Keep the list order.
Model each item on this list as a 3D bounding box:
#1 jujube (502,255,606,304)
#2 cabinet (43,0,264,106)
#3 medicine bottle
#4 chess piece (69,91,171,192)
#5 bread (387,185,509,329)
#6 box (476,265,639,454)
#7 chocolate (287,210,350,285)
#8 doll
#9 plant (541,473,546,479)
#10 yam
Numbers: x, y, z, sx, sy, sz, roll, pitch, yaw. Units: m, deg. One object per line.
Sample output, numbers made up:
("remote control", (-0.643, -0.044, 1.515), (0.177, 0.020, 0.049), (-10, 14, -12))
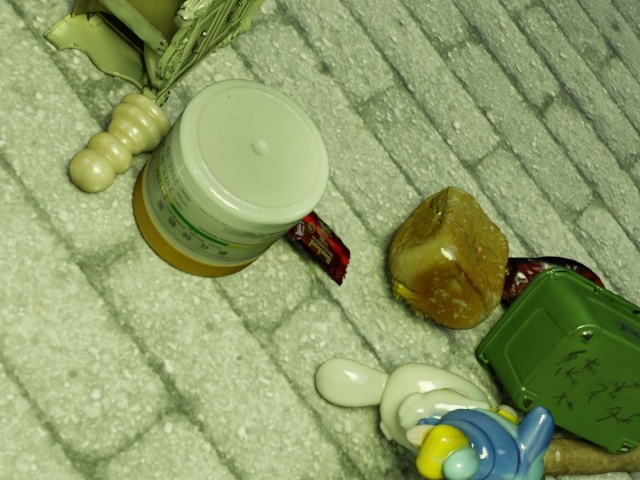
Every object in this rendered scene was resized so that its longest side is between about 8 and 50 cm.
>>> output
("jujube", (0.453, 0.106, 1.439), (0.237, 0.168, 0.168), (23, 58, -18))
("cabinet", (-0.238, -0.412, 1.167), (0.227, 0.290, 0.318), (40, 55, -7))
("medicine bottle", (-0.140, -0.089, 1.110), (0.238, 0.232, 0.237), (13, 62, -26))
("chess piece", (-0.319, -0.142, 1.125), (0.094, 0.094, 0.170), (41, 61, -9))
("bread", (0.227, 0.036, 1.320), (0.195, 0.176, 0.246), (49, 37, -16))
("box", (0.481, 0.229, 1.313), (0.329, 0.252, 0.177), (27, 24, -15))
("chocolate", (0.000, 0.000, 1.247), (0.182, 0.028, 0.086), (50, 45, -40))
("doll", (0.209, 0.302, 1.102), (0.376, 0.366, 0.186), (1, 99, -17))
("plant", (0.287, 0.452, 1.190), (0.203, 0.142, 0.131), (-23, 91, -46))
("yam", (0.497, 0.404, 1.372), (0.357, 0.081, 0.081), (9, 64, -31))
